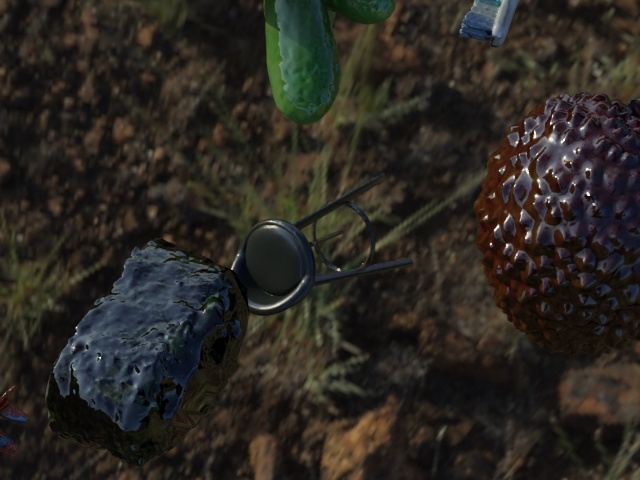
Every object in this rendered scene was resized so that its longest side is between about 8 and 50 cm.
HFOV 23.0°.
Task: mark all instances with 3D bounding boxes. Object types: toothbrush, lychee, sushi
[{"bbox_3d":[0.201,-0.330,1.439,0.040,0.042,0.418,18,56,6],"label":"toothbrush"},{"bbox_3d":[0.294,-0.026,1.625,0.275,0.276,0.304,25,93,1],"label":"lychee"},{"bbox_3d":[-0.149,0.105,1.436,0.127,0.124,0.225,17,44,16],"label":"sushi"}]

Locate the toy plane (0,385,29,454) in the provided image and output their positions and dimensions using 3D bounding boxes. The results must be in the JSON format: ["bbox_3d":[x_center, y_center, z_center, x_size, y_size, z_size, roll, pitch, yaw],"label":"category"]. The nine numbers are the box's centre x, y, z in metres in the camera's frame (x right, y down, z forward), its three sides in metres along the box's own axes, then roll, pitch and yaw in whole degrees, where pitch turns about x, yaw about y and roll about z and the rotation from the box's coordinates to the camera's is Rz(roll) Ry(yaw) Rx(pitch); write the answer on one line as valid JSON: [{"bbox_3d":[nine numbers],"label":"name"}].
[{"bbox_3d":[-0.369,0.178,1.518,0.130,0.061,0.189,48,41,8],"label":"toy plane"}]

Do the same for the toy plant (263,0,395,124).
[{"bbox_3d":[-0.039,-0.362,1.973,0.210,0.356,0.317,-18,31,6],"label":"toy plant"}]

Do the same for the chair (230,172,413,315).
[{"bbox_3d":[0.000,0.001,1.631,0.104,0.095,0.221,19,27,32],"label":"chair"}]
